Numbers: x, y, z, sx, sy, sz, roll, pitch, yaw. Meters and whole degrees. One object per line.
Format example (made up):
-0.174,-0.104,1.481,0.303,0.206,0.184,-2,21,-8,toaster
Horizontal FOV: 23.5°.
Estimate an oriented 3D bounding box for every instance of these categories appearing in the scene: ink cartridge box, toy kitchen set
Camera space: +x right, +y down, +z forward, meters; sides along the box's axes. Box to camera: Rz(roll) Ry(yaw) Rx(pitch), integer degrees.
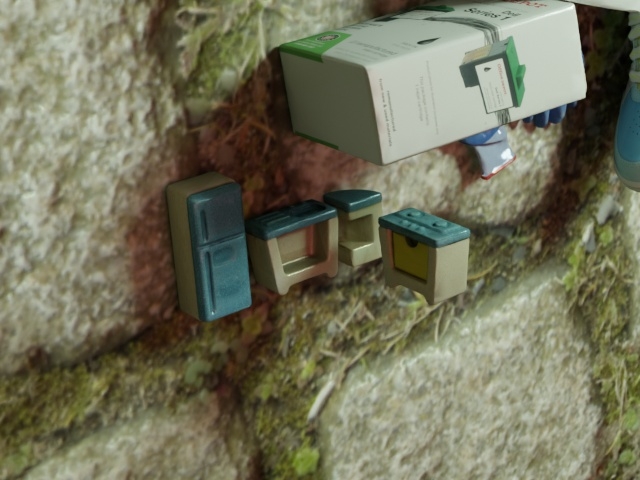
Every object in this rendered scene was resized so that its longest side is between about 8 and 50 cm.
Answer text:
0.100,-0.149,1.360,0.219,0.160,0.092,-20,112,-25,ink cartridge box
0.000,0.000,1.346,0.207,0.166,0.122,-20,117,-32,toy kitchen set

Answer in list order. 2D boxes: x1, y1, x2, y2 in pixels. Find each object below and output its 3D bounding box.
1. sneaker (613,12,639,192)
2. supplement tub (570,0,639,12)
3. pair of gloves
0.338,-0.223,1.560,0.208,0.127,0.319,32,75,-42,sneaker
0.249,-0.356,1.397,0.191,0.191,0.272,1,106,-38,supplement tub
0.184,-0.157,1.529,0.198,0.023,0.159,-37,123,-23,pair of gloves
